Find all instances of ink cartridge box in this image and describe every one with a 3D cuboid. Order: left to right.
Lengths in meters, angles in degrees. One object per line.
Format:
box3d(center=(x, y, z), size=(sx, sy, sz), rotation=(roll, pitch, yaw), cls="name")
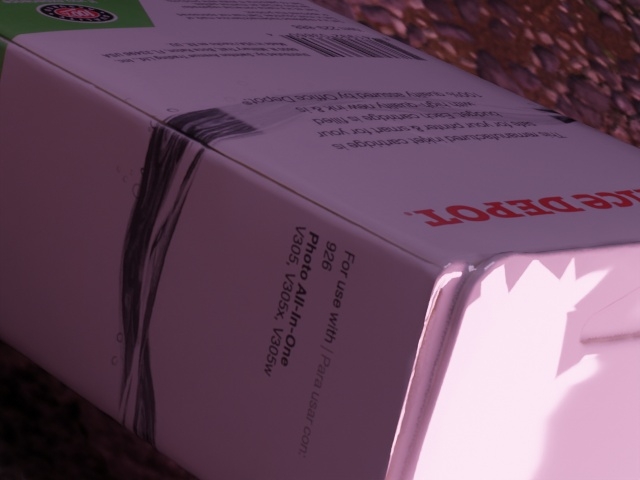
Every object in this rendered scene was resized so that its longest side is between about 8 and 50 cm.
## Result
box3d(center=(0.000, 0.000, 0.722), size=(0.211, 0.122, 0.289), rotation=(-5, 26, -45), cls="ink cartridge box")
